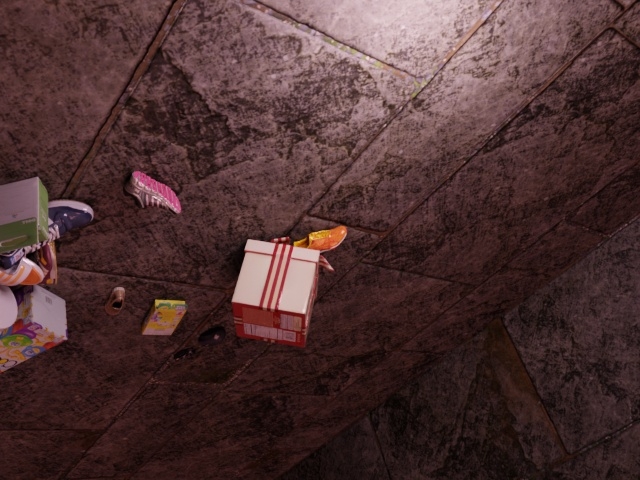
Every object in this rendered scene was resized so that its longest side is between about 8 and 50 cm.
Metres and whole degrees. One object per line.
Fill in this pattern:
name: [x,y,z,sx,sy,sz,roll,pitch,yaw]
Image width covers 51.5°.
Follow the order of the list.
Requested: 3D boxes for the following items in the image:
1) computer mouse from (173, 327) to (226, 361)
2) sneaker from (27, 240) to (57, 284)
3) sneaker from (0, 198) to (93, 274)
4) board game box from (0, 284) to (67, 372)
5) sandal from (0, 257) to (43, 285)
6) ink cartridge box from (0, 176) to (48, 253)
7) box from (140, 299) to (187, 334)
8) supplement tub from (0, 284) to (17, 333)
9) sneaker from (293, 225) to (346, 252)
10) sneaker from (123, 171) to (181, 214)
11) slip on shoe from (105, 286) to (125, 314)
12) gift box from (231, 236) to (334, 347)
computer mouse: [-0.437,0.386,2.403,0.242,0.041,0.071,-34,144,23]
sneaker: [-0.748,0.060,1.767,0.084,0.069,0.185,-4,141,-22]
sneaker: [-0.697,-0.007,1.620,0.282,0.153,0.099,-8,145,-17]
board game box: [-0.891,0.260,1.912,0.275,0.142,0.144,-26,145,10]
sandal: [-0.832,0.060,1.673,0.102,0.076,0.265,-29,131,25]
ink cartridge box: [-0.689,-0.042,1.523,0.109,0.209,0.062,-14,143,-7]
box: [-0.511,0.247,2.170,0.105,0.043,0.179,7,141,-32]
supplement tub: [-0.972,0.214,1.763,0.272,0.191,0.191,-27,145,12]
sneaker: [0.000,0.000,2.054,0.175,0.064,0.067,-27,136,6]
sneaker: [-0.432,-0.109,1.689,0.075,0.063,0.170,-33,139,20]
slip on shoe: [-0.629,0.197,2.041,0.051,0.041,0.135,5,139,-31]
gift box: [-0.110,0.158,2.027,0.276,0.258,0.255,11,145,0]
